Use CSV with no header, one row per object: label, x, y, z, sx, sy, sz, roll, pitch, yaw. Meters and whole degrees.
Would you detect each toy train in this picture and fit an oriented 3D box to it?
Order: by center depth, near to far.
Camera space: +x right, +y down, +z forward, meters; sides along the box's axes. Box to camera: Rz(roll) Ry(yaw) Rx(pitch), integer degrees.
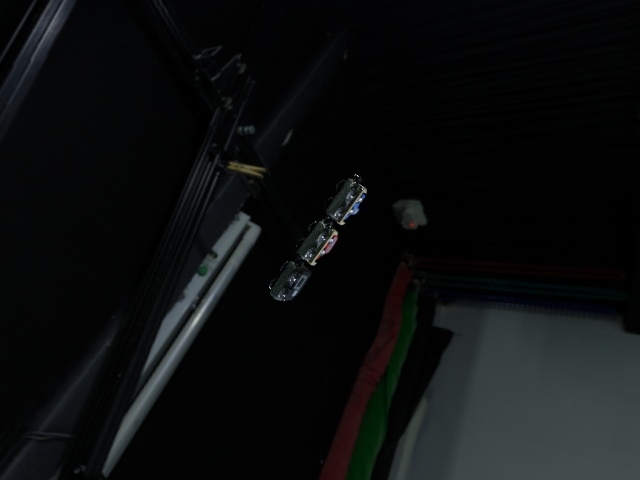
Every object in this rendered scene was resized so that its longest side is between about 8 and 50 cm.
toy train,0.000,0.000,0.501,0.036,0.027,0.158,25,-77,-50
